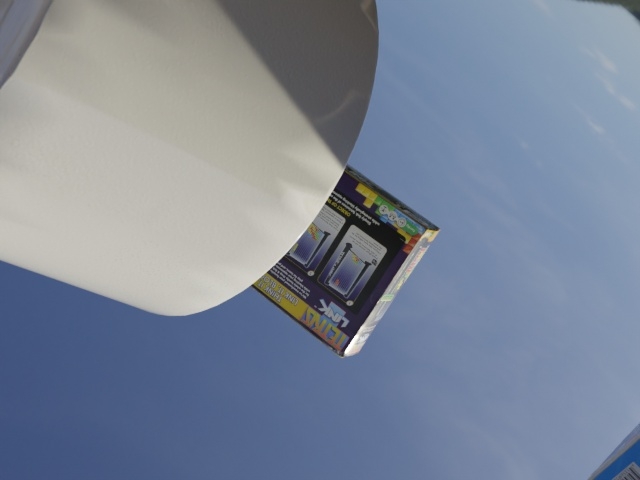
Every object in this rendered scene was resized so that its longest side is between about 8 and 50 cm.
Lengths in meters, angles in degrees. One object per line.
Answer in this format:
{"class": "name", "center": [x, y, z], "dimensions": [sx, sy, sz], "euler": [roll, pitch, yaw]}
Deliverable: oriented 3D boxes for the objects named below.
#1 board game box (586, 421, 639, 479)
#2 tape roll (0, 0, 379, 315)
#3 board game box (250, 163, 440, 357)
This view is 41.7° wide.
{"class": "board game box", "center": [0.370, 0.060, 0.597], "dimensions": [0.302, 0.308, 0.086], "euler": [-23, -119, -42]}
{"class": "tape roll", "center": [-0.113, -0.099, 0.447], "dimensions": [0.169, 0.246, 0.246], "euler": [27, -151, -42]}
{"class": "board game box", "center": [0.000, 0.000, 0.771], "dimensions": [0.170, 0.141, 0.048], "euler": [37, -165, 19]}
